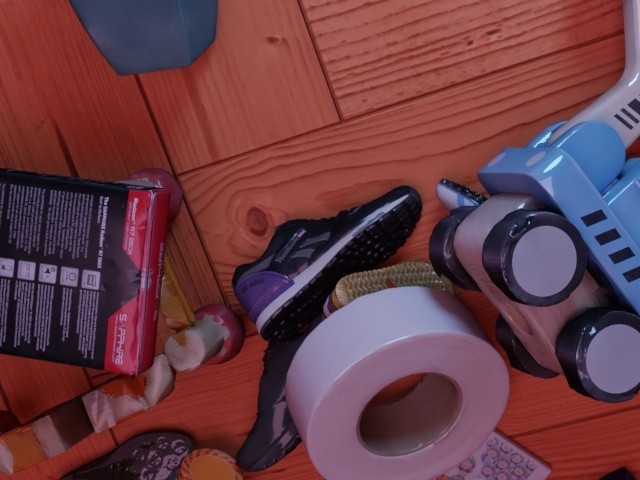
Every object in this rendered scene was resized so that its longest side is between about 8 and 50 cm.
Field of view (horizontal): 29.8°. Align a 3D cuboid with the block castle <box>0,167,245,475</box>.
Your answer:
[{"bbox_3d":[-0.356,0.121,1.668,0.453,0.213,0.303,-26,89,11],"label":"block castle"}]

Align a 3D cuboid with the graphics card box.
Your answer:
[{"bbox_3d":[-0.381,0.027,1.510,0.371,0.094,0.232,7,96,9],"label":"graphics card box"}]

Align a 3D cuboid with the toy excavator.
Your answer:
[{"bbox_3d":[0.337,-0.097,1.437,0.445,0.222,0.433,-40,102,-11],"label":"toy excavator"}]

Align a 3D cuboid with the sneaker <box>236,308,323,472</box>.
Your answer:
[{"bbox_3d":[-0.039,0.201,1.692,0.130,0.109,0.286,39,102,5],"label":"sneaker"}]

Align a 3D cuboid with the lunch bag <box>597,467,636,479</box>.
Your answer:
[{"bbox_3d":[0.404,0.371,1.665,0.098,0.067,0.065,-34,98,20],"label":"lunch bag"}]

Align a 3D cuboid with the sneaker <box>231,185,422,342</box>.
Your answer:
[{"bbox_3d":[0.000,0.000,1.609,0.283,0.107,0.124,-38,61,2],"label":"sneaker"}]

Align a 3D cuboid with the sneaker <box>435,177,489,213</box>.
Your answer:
[{"bbox_3d":[0.234,0.012,1.574,0.237,0.085,0.086,43,100,-4],"label":"sneaker"}]

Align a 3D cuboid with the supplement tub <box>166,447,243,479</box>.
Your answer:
[{"bbox_3d":[-0.181,0.398,1.745,0.117,0.117,0.190,23,124,3],"label":"supplement tub"}]

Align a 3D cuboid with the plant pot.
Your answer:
[{"bbox_3d":[-0.222,-0.338,1.513,0.166,0.165,0.234,-6,116,19],"label":"plant pot"}]

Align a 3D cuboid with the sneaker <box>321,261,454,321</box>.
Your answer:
[{"bbox_3d":[0.088,0.079,1.616,0.185,0.069,0.084,-2,149,-26],"label":"sneaker"}]

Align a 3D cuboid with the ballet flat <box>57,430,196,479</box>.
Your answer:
[{"bbox_3d":[-0.296,0.350,1.811,0.250,0.058,0.084,-26,79,12],"label":"ballet flat"}]

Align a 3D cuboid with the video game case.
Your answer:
[{"bbox_3d":[0.224,0.333,1.715,0.157,0.019,0.143,34,110,-1],"label":"video game case"}]

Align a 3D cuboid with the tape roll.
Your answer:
[{"bbox_3d":[0.101,0.200,1.582,0.286,0.100,0.286,-12,128,-15],"label":"tape roll"}]
